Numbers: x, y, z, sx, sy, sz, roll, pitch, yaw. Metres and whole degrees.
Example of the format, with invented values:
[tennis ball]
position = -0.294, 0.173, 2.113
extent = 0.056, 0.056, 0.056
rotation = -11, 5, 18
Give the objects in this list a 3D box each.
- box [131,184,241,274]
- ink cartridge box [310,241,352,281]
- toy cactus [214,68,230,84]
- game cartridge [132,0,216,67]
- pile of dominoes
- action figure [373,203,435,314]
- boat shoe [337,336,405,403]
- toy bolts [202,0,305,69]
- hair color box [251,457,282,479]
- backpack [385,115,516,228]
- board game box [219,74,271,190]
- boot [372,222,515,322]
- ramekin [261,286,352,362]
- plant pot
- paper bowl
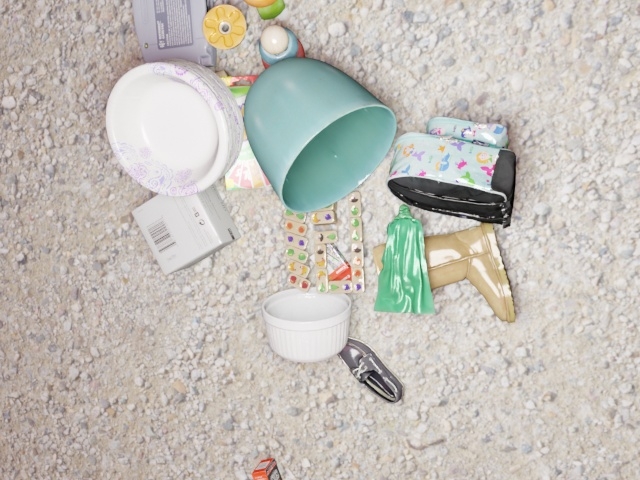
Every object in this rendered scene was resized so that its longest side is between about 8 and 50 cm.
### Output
[box]
position = -0.325, -0.039, 1.450
extent = 0.182, 0.119, 0.181
rotation = -28, 89, 18
[ink cartridge box]
position = 0.034, 0.065, 1.406
extent = 0.063, 0.029, 0.115
rotation = -38, 85, 17
[toy cactus]
position = -0.289, -0.337, 1.404
extent = 0.180, 0.112, 0.219
rotation = -30, 96, 10
[game cartridge]
position = -0.353, -0.557, 1.417
extent = 0.196, 0.060, 0.294
rotation = -1, 98, 13
[pile of dominoes]
position = 0.000, 0.000, 1.374
extent = 0.196, 0.040, 0.251
rotation = -4, 85, 19
[action figure]
position = 0.181, 0.038, 1.272
extent = 0.137, 0.063, 0.232
rotation = 0, 90, 22
[boat shoe]
position = 0.112, 0.305, 1.400
extent = 0.206, 0.065, 0.075
rotation = 41, 107, 7
[toy bolts]
position = -0.148, -0.473, 1.294
extent = 0.218, 0.158, 0.228
rotation = -31, 90, 4
[hair color box]
position = -0.123, 0.639, 1.516
extent = 0.043, 0.072, 0.141
rotation = -18, 94, 18
[backpack]
position = 0.266, -0.140, 1.210
extent = 0.253, 0.225, 0.191
rotation = 6, 78, 20
[board game box]
position = -0.170, -0.251, 1.383
extent = 0.124, 0.039, 0.259
rotation = -6, 100, -10
[boot]
position = 0.274, 0.093, 1.315
extent = 0.269, 0.089, 0.236
rotation = -16, 81, 17
[ramekin]
position = -0.029, 0.192, 1.358
extent = 0.207, 0.207, 0.109
rotation = 3, 108, 16
[plant pot]
position = -0.025, -0.242, 1.255
extent = 0.293, 0.293, 0.235
rotation = -46, 65, 17
[paper bowl]
position = -0.304, -0.249, 1.289
extent = 0.284, 0.148, 0.284
rotation = 7, 115, 15
